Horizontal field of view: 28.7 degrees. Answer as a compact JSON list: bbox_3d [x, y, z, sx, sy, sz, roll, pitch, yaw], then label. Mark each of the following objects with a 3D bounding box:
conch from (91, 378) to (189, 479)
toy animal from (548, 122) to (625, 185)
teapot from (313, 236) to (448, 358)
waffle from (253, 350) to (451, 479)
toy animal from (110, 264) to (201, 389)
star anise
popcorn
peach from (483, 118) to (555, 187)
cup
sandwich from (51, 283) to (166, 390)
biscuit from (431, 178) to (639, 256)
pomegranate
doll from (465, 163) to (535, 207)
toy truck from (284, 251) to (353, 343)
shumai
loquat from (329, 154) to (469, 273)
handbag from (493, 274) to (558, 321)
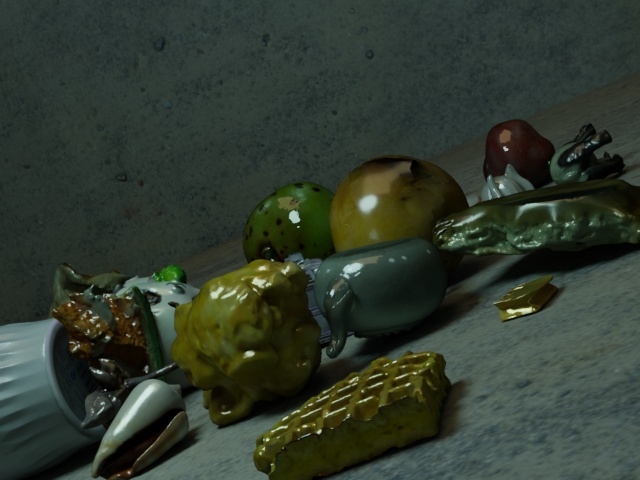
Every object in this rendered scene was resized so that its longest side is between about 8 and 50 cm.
[{"bbox_3d":[-0.244,0.260,1.727,0.176,0.104,0.094,-39,-19,-49],"label":"conch"},{"bbox_3d":[0.470,-0.142,2.267,0.121,0.094,0.225,-33,8,6],"label":"toy animal"},{"bbox_3d":[0.089,0.071,1.794,0.193,0.129,0.294,-8,5,37],"label":"teapot"},{"bbox_3d":[0.038,0.193,1.420,0.229,0.057,0.219,-23,7,17],"label":"waffle"},{"bbox_3d":[-0.264,0.146,2.125,0.213,0.212,0.267,-27,4,-19],"label":"toy animal"},{"bbox_3d":[-0.218,0.212,1.836,0.227,0.148,0.218,-14,22,15],"label":"star anise"},{"bbox_3d":[-0.092,0.137,1.742,0.190,0.191,0.253,-12,-14,-48],"label":"popcorn"},{"bbox_3d":[0.384,-0.158,2.473,0.152,0.152,0.152,-24,7,3],"label":"peach"},{"bbox_3d":[-0.531,0.268,1.963,0.372,0.253,0.253,-21,8,16],"label":"cup"},{"bbox_3d":[-0.315,0.159,1.920,0.109,0.184,0.160,-23,-10,9],"label":"sandwich"},{"bbox_3d":[0.325,-0.033,1.788,0.335,0.078,0.329,-10,9,3],"label":"biscuit"},{"bbox_3d":[-0.013,0.010,2.417,0.231,0.230,0.286,-19,-22,39],"label":"pomegranate"},{"bbox_3d":[0.257,-0.045,2.271,0.188,0.099,0.384,-30,3,-30],"label":"doll"},{"bbox_3d":[-0.022,0.096,2.046,0.155,0.124,0.268,-18,9,-3],"label":"toy truck"},{"bbox_3d":[-0.467,0.175,2.387,0.314,0.262,0.267,-24,7,16],"label":"shumai"},{"bbox_3d":[0.128,-0.027,2.010,0.235,0.235,0.235,-24,7,3],"label":"loquat"},{"bbox_3d":[0.269,0.074,1.630,0.061,0.027,0.083,-20,6,34],"label":"handbag"}]
